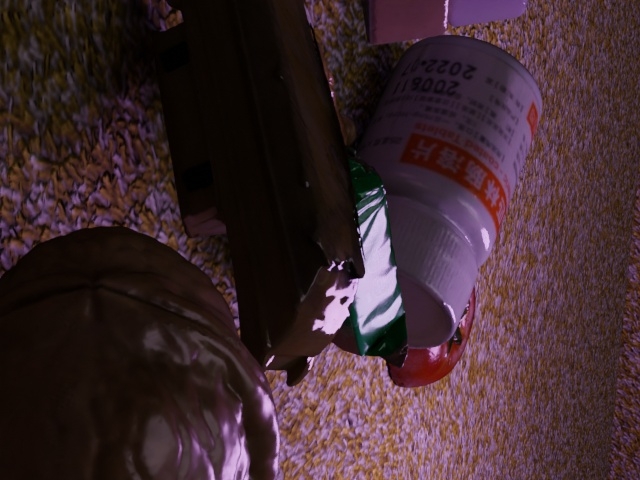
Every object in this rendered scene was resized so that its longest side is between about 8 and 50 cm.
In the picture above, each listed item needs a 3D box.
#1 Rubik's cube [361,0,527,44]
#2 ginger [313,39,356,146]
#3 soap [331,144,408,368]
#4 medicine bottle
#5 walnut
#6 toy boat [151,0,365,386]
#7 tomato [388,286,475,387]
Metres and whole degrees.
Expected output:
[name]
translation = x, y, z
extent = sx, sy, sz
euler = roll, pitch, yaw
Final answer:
[Rubik's cube]
translation = 0.159, -0.418, 1.447
extent = 0.368, 0.358, 0.387
euler = -103, -177, -53
[ginger]
translation = -0.004, -0.151, 1.574
extent = 0.193, 0.052, 0.176
euler = -44, 143, -53
[soap]
translation = 0.002, -0.002, 1.469
extent = 0.098, 0.218, 0.273
euler = -49, 149, -25
[medicine bottle]
translation = 0.137, -0.065, 1.738
extent = 0.211, 0.211, 0.371
euler = 70, 37, -50
[walnut]
translation = -0.168, 0.148, 1.051
extent = 0.277, 0.252, 0.313
euler = -52, 152, -44
[toy boat]
translation = -0.074, -0.092, 1.203
extent = 0.136, 0.162, 0.445
euler = 12, 60, -56
[tomato]
translation = 0.175, 0.123, 2.074
extent = 0.225, 0.085, 0.225
euler = -44, 141, -52
